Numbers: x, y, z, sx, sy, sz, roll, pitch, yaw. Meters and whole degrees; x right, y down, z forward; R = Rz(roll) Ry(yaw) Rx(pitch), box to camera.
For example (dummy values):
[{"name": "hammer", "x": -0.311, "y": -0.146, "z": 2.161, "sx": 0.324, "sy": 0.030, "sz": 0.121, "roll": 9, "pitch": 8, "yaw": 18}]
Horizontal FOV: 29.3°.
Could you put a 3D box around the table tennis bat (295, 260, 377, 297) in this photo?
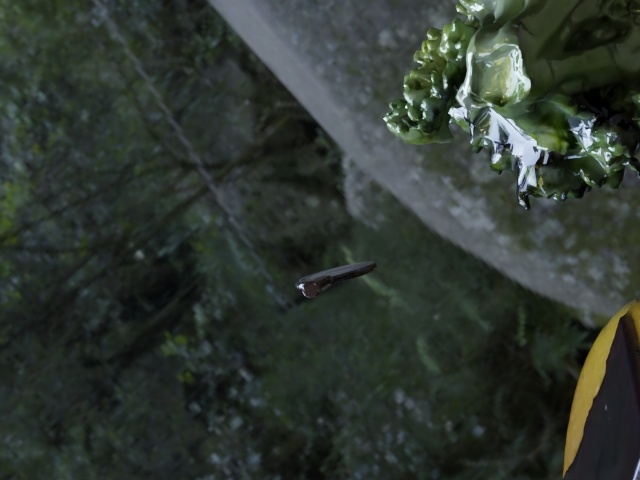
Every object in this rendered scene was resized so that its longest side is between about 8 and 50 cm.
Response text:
[{"name": "table tennis bat", "x": 0.000, "y": 0.000, "z": 1.546, "sx": 0.170, "sy": 0.107, "sz": 0.119, "roll": -26, "pitch": -78, "yaw": -73}]

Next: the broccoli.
[{"name": "broccoli", "x": 0.237, "y": -0.191, "z": 1.235, "sx": 0.293, "sy": 0.348, "sz": 0.281, "roll": 30, "pitch": -145, "yaw": 19}]

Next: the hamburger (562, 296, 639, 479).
[{"name": "hamburger", "x": 0.263, "y": 0.174, "z": 0.788, "sx": 0.176, "sy": 0.300, "sz": 0.300, "roll": 6, "pitch": -173, "yaw": -1}]
